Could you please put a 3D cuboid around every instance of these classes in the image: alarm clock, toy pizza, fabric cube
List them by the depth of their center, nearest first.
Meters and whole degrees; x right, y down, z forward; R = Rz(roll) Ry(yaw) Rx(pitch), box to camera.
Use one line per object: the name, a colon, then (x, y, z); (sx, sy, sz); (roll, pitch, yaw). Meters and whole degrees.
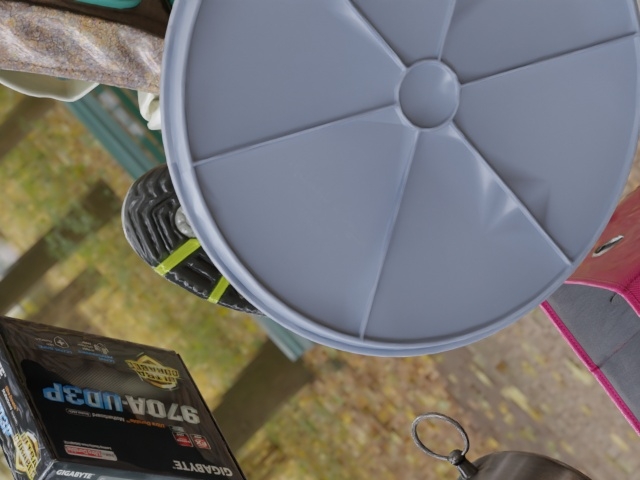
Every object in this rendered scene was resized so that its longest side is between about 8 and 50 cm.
toy pizza: (0.034, -0.056, 0.529); (0.201, 0.201, 0.032); (51, 168, -22)
alarm clock: (0.125, 0.181, 0.894); (0.192, 0.064, 0.129); (50, 136, -9)
fabric cube: (0.406, 0.059, 1.372); (0.259, 0.258, 0.254); (52, 172, -8)

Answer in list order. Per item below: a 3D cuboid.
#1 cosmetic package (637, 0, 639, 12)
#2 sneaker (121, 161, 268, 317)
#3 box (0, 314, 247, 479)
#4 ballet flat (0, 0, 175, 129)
cosmetic package: (0.127, -0.099, 0.995); (0.138, 0.224, 0.224); (45, 163, -6)
sneaker: (0.000, 0.000, 1.320); (0.385, 0.145, 0.147); (7, -178, -17)
box: (-0.185, 0.155, 1.214); (0.220, 0.051, 0.175); (18, -151, -44)
ballet flat: (-0.119, -0.128, 0.893); (0.316, 0.106, 0.107); (12, -138, -29)
